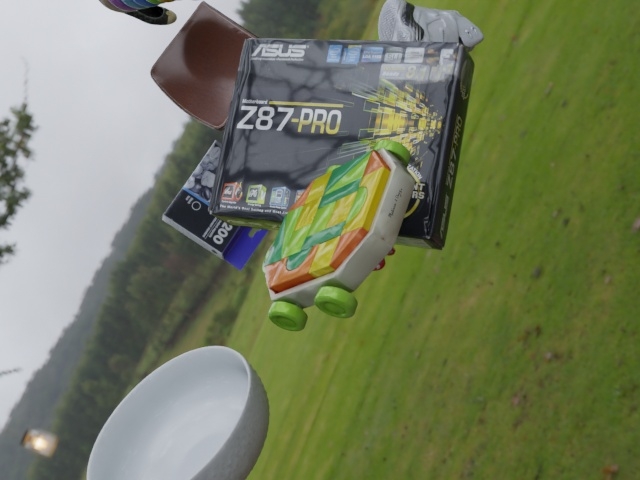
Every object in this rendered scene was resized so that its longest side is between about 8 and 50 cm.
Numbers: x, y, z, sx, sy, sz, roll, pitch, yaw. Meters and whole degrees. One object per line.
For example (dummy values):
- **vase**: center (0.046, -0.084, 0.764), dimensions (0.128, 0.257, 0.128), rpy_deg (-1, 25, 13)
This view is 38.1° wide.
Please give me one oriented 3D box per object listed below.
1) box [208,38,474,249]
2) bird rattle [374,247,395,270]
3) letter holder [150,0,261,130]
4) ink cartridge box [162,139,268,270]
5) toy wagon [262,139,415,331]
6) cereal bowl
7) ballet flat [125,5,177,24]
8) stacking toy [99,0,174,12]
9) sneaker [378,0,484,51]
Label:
- **box**: center (0.033, -0.165, 1.520), dimensions (0.097, 0.394, 0.318), rpy_deg (33, -113, -63)
- **bird rattle**: center (0.055, -0.065, 1.682), dimensions (0.254, 0.143, 0.207), rpy_deg (65, 151, 21)
- **letter holder**: center (-0.196, -0.336, 1.980), dimensions (0.214, 0.152, 0.302), rpy_deg (-51, 51, 1)
- **ink cartridge box**: center (-0.198, -0.075, 1.999), dimensions (0.206, 0.208, 0.045), rpy_deg (-58, 6, -15)
- **toy wagon**: center (0.000, 0.000, 1.341), dimensions (0.344, 0.068, 0.267), rpy_deg (-22, 39, 52)
- **cereal bowl**: center (-0.223, 0.352, 1.582), dimensions (0.339, 0.141, 0.339), rpy_deg (-25, 32, 17)
- **ballet flat**: center (-0.446, -0.586, 2.346), dimensions (0.049, 0.173, 0.057), rpy_deg (126, 149, -48)
- **stacking toy**: center (-0.320, -0.519, 1.844), dimensions (0.330, 0.141, 0.141), rpy_deg (18, 83, 45)
- **sneaker**: center (0.272, -0.393, 2.090), dimensions (0.137, 0.210, 0.366), rpy_deg (118, 142, -56)
